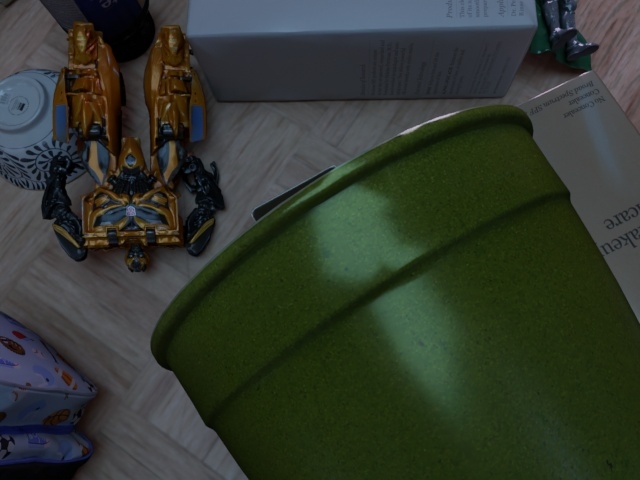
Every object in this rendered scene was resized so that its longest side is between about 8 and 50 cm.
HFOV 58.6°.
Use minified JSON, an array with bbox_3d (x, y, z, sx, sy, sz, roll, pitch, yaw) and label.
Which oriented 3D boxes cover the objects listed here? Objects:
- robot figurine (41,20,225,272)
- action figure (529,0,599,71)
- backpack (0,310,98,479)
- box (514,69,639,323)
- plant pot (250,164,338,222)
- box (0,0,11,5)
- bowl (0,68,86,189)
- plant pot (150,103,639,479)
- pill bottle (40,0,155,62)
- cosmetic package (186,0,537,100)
[{"bbox_3d":[-0.225,-0.108,0.679,0.211,0.085,0.291,-3,80,-11],"label":"robot figurine"},{"bbox_3d":[0.288,-0.334,0.718,0.137,0.063,0.232,12,63,-38],"label":"action figure"},{"bbox_3d":[-0.381,0.165,0.555,0.263,0.276,0.213,23,73,17],"label":"backpack"},{"bbox_3d":[0.298,-0.004,0.611,0.148,0.121,0.311,-27,74,-4],"label":"box"},{"bbox_3d":[0.000,0.000,0.646,0.109,0.096,0.109,-29,74,-4],"label":"plant pot"},{"bbox_3d":[-0.425,-0.473,0.781,0.127,0.148,0.232,41,81,14],"label":"box"},{"bbox_3d":[-0.366,-0.158,0.726,0.170,0.080,0.170,-1,74,3],"label":"bowl"},{"bbox_3d":[0.115,0.151,0.452,0.366,0.366,0.353,-31,74,-4],"label":"plant pot"},{"bbox_3d":[-0.283,-0.317,0.690,0.123,0.219,0.122,-1,75,4],"label":"pill bottle"},{"bbox_3d":[0.045,-0.299,0.697,0.385,0.156,0.217,2,75,6],"label":"cosmetic package"}]
